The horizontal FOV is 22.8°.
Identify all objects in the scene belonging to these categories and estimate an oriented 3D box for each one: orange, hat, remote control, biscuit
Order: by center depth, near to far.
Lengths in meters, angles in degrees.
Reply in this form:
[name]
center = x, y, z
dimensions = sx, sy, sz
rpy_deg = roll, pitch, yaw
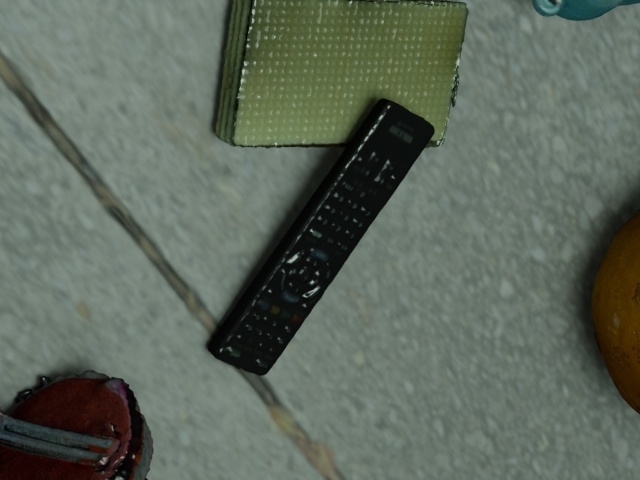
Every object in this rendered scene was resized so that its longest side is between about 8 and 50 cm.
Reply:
[hat]
center = -0.164, 0.195, 1.190
dimensions = 0.140, 0.129, 0.227
rpy_deg = -10, 140, 16
[biscuit]
center = 0.018, -0.129, 1.212
dimensions = 0.199, 0.040, 0.121
rpy_deg = -1, 106, -33
[remote control]
center = 0.000, 0.000, 1.227
dimensions = 0.063, 0.025, 0.245
rpy_deg = 28, 101, -40
[orange]
center = 0.353, 0.060, 1.367
dimensions = 0.240, 0.240, 0.240
rpy_deg = -10, 111, -28

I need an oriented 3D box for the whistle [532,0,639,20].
[whistle]
center = 0.275, -0.256, 1.294
dimensions = 0.274, 0.093, 0.186
rpy_deg = -35, 95, -20
